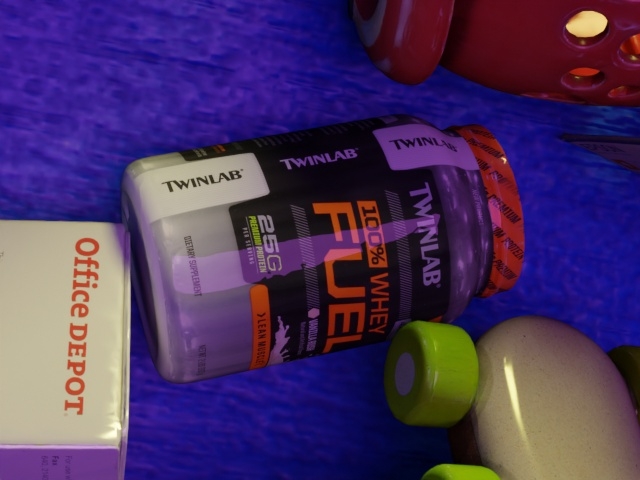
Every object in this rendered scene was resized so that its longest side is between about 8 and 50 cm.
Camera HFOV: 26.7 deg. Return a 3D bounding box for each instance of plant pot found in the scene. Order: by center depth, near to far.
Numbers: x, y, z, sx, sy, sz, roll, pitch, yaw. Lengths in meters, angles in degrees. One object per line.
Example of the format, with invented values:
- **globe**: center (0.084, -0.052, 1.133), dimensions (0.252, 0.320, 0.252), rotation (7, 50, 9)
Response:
- **plant pot**: center (0.106, -0.159, 0.670), dimensions (0.174, 0.191, 0.191), rotation (-3, 96, -10)

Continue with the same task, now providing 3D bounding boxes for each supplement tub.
- **supplement tub**: center (0.000, 0.000, 0.692), dimensions (0.190, 0.117, 0.117), rotation (-12, 98, -13)

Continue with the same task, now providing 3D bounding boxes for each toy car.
- **toy car**: center (0.088, 0.143, 0.711), dimensions (0.155, 0.188, 0.149), rotation (8, 53, -24)

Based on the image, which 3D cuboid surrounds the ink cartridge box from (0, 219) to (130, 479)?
- **ink cartridge box**: center (-0.185, 0.061, 0.620), dimensions (0.190, 0.140, 0.082), rotation (3, 133, -9)

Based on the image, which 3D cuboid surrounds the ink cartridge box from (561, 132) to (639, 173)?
- **ink cartridge box**: center (0.269, -0.019, 0.708), dimensions (0.224, 0.223, 0.045), rotation (28, 88, -17)
